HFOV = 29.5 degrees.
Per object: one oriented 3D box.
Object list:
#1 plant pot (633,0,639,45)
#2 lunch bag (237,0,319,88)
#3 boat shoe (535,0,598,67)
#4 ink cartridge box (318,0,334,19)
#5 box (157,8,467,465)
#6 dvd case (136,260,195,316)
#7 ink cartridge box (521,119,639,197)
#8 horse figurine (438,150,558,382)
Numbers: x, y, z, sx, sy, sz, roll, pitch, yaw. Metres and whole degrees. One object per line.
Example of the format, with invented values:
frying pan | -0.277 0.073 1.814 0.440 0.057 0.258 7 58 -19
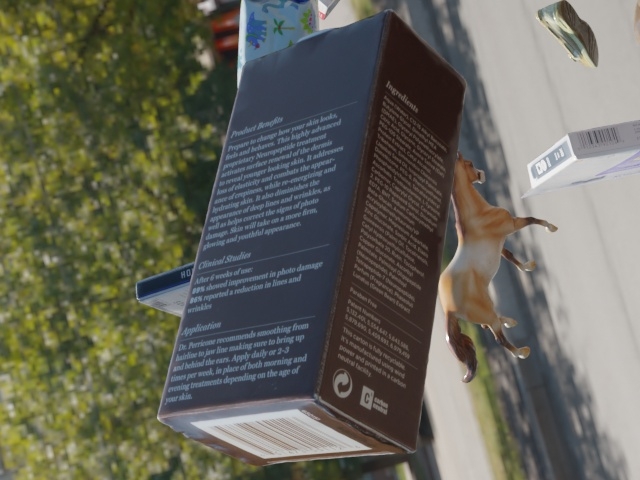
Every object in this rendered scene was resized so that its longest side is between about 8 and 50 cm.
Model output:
plant pot | 0.379 -0.302 1.133 0.229 0.263 0.263 43 -163 -31
lunch bag | -0.044 -0.225 1.380 0.151 0.096 0.129 -62 -22 -71
boat shoe | 0.395 -0.323 1.925 0.153 0.048 0.056 35 -126 -45
ink cartridge box | -0.032 -0.406 1.808 0.150 0.063 0.109 39 179 -2
box | 0.000 0.000 1.096 0.143 0.191 0.382 34 -124 -40
dvd case | -0.077 0.049 1.482 0.179 0.238 0.030 31 -134 -60
ink cartridge box | 0.407 -0.122 1.729 0.208 0.206 0.045 132 125 -72
horse figurine | 0.204 0.041 1.509 0.066 0.174 0.263 -3 65 53
